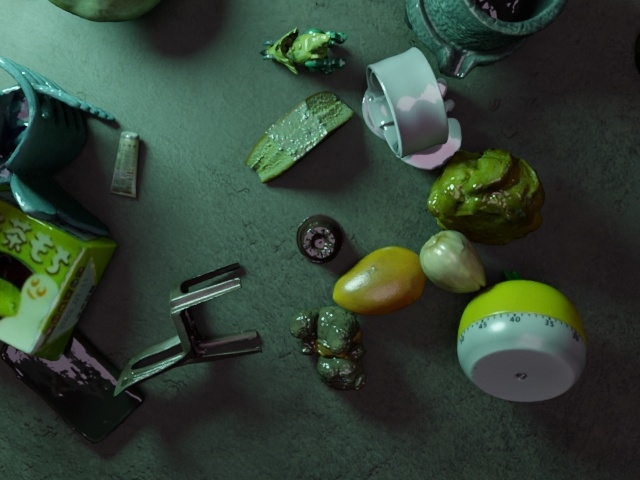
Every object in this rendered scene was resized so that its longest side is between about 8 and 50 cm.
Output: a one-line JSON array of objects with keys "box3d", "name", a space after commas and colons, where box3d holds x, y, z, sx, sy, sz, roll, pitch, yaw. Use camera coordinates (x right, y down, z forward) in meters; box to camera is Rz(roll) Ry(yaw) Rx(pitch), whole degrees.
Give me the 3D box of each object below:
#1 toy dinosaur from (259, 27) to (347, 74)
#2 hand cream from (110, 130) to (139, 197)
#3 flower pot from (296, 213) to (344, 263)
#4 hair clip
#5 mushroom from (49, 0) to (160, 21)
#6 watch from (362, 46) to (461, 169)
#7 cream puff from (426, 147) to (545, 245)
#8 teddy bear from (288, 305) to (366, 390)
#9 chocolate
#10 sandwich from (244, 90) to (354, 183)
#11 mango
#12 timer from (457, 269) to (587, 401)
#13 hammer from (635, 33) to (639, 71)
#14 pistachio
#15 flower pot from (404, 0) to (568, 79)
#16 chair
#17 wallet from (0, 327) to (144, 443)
[{"box3d": [-0.012, -0.389, 1.352, 0.153, 0.259, 0.094, -5, 99, -28], "name": "toy dinosaur"}, {"box3d": [-0.420, -0.166, 1.455, 0.061, 0.039, 0.144, 11, 104, -3], "name": "hand cream"}, {"box3d": [0.000, 0.000, 1.451, 0.111, 0.089, 0.111, 0, 95, -1], "name": "flower pot"}, {"box3d": [-0.572, -0.201, 1.310, 0.391, 0.318, 0.239, 30, 91, -2], "name": "hair clip"}, {"box3d": [-0.444, -0.598, 1.296, 0.352, 0.260, 0.353, 9, 74, -34], "name": "mushroom"}, {"box3d": [0.201, -0.263, 1.363, 0.196, 0.231, 0.244, -21, 92, -2], "name": "watch"}, {"box3d": [0.342, -0.090, 1.383, 0.243, 0.196, 0.244, 8, 133, 8], "name": "cream puff"}, {"box3d": [0.035, 0.240, 1.464, 0.177, 0.140, 0.190, 6, 109, 40], "name": "teddy bear"}, {"box3d": [-0.633, 0.065, 1.397, 0.300, 0.137, 0.289, 27, 87, 0], "name": "chocolate"}, {"box3d": [-0.047, -0.225, 1.431, 0.258, 0.096, 0.094, -41, 90, 0], "name": "sandwich"}, {"box3d": [0.130, 0.092, 1.458, 0.217, 0.102, 0.141, -17, 89, -2], "name": "mango"}, {"box3d": [0.428, 0.177, 1.427, 0.284, 0.285, 0.286, 0, 95, -2], "name": "timer"}, {"box3d": [0.911, -0.393, 1.462, 0.439, 0.044, 0.169, 8, 94, -2], "name": "hammer"}, {"box3d": [0.286, 0.057, 1.417, 0.117, 0.145, 0.200, -39, 140, 5], "name": "pistachio"}, {"box3d": [0.310, -0.475, 1.318, 0.298, 0.283, 0.299, -1, 95, -11], "name": "flower pot"}, {"box3d": [-0.304, 0.190, 1.422, 0.326, 0.175, 0.183, -17, 105, -6], "name": "chair"}, {"box3d": [-0.553, 0.301, 1.488, 0.165, 0.042, 0.309, -44, 95, 2], "name": "wallet"}]
